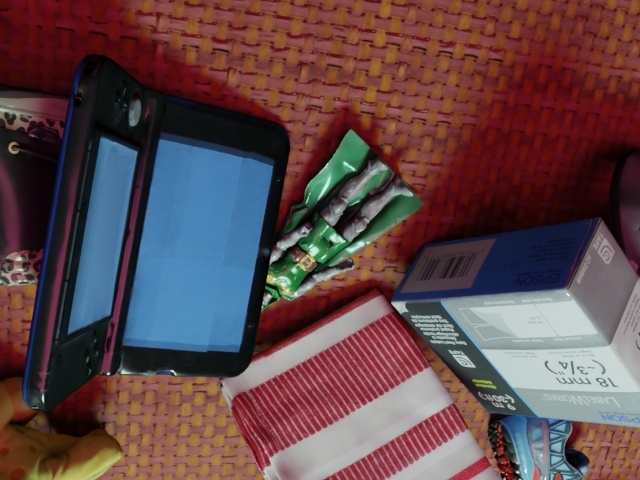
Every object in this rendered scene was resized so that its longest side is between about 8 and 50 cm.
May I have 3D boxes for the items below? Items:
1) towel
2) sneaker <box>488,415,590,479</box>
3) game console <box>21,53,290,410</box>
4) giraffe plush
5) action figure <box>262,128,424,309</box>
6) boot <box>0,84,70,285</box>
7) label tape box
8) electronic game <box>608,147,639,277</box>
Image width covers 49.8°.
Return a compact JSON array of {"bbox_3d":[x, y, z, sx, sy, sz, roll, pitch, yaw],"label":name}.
[{"bbox_3d":[0.056,0.243,0.789,0.237,0.037,0.329,-27,74,-14],"label":"towel"},{"bbox_3d":[0.332,0.353,0.976,0.125,0.104,0.261,-21,113,-5],"label":"sneaker"},{"bbox_3d":[-0.135,0.003,0.656,0.174,0.250,0.292,9,91,-2],"label":"game console"},{"bbox_3d":[-0.356,0.230,0.775,0.181,0.210,0.170,-37,80,16],"label":"giraffe plush"},{"bbox_3d":[0.000,0.000,0.801,0.232,0.063,0.137,-44,115,11],"label":"action figure"},{"bbox_3d":[-0.316,-0.049,0.601,0.237,0.085,0.178,0,103,-29],"label":"boot"},{"bbox_3d":[0.280,0.137,0.806,0.333,0.241,0.106,48,58,-22],"label":"label tape box"},{"bbox_3d":[0.406,0.001,0.821,0.229,0.048,0.229,13,70,-40],"label":"electronic game"}]
